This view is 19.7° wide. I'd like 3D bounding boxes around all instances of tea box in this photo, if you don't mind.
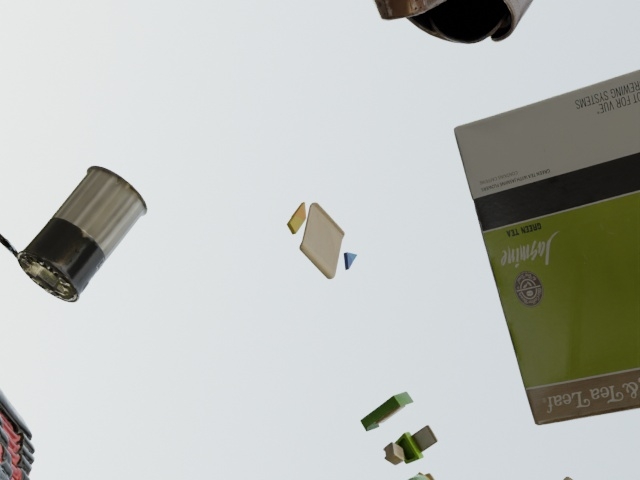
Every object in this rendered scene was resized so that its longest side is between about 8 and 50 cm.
[{"bbox_3d":[0.356,-0.011,1.828,0.329,0.220,0.324,-15,-91,42],"label":"tea box"}]

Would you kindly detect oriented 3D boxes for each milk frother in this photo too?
[{"bbox_3d":[-0.294,-0.025,2.039,0.129,0.143,0.135,-10,-141,57],"label":"milk frother"}]

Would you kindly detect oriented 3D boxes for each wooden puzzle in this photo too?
[{"bbox_3d":[0.000,0.000,2.196,0.014,0.116,0.079,-16,-145,35],"label":"wooden puzzle"}]

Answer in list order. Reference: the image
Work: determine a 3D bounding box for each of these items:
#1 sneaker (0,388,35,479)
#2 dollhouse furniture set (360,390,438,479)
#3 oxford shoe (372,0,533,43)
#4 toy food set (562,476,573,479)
[{"bbox_3d":[-0.318,0.239,1.597,0.136,0.116,0.314,-30,-152,4],"label":"sneaker"},{"bbox_3d":[0.113,0.256,2.145,0.058,0.076,0.152,-38,-105,25],"label":"dollhouse furniture set"},{"bbox_3d":[0.111,-0.208,1.366,0.130,0.363,0.133,-6,-90,30],"label":"oxford shoe"},{"bbox_3d":[0.210,0.281,1.720,0.038,0.192,0.132,32,-98,30],"label":"toy food set"}]
